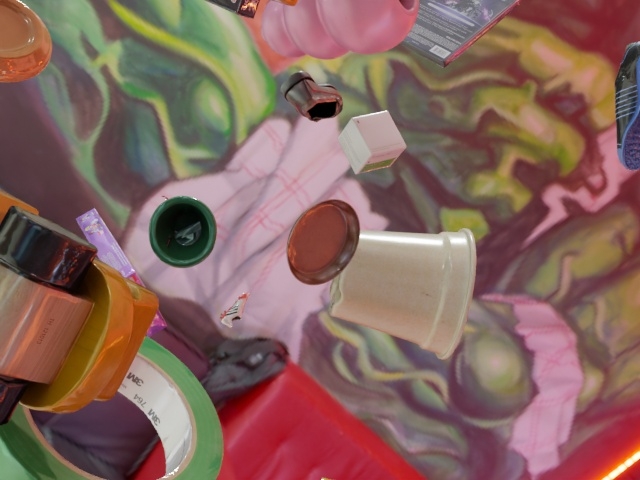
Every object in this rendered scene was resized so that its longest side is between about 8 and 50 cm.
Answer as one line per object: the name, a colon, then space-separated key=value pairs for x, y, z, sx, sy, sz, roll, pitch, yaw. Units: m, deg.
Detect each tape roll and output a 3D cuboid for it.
tape roll: x=-0.282 y=0.238 z=1.102 sx=0.321 sy=0.077 sz=0.321 roll=29 pitch=28 yaw=-17

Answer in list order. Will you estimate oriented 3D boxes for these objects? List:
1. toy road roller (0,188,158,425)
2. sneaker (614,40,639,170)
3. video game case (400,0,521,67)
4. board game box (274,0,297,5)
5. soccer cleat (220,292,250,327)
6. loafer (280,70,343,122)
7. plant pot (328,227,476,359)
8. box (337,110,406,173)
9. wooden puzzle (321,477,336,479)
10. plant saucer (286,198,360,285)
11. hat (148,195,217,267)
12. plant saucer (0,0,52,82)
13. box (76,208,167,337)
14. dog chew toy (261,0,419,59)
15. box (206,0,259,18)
toy road roller: x=-0.335 y=0.065 z=0.936 sx=0.330 sy=0.202 sz=0.240 roll=24 pitch=-4 yaw=34
sneaker: x=0.582 y=-0.249 z=1.579 sx=0.090 sy=0.081 sz=0.232 roll=-112 pitch=-156 yaw=-65
video game case: x=0.315 y=-0.535 z=2.055 sx=0.196 sy=0.274 sz=0.026 roll=37 pitch=-22 yaw=32
board game box: x=-0.191 y=-0.609 z=1.260 sx=0.356 sy=0.356 sz=0.356 roll=17 pitch=10 yaw=-46
soccer cleat: x=-0.163 y=0.137 z=1.697 sx=0.036 sy=0.083 sz=0.029 roll=39 pitch=-29 yaw=10
loafer: x=-0.006 y=-0.293 z=1.880 sx=0.084 sy=0.096 sz=0.267 roll=53 pitch=15 yaw=15
plant pot: x=0.189 y=0.104 z=2.134 sx=0.306 sy=0.333 sz=0.334 roll=11 pitch=12 yaw=-5
box: x=0.112 y=-0.215 z=1.882 sx=0.102 sy=0.101 sz=0.087 roll=64 pitch=-32 yaw=17
wooden puzzle: x=0.038 y=0.606 z=2.051 sx=0.079 sy=0.014 sz=0.116 roll=7 pitch=16 yaw=-7
plant saucer: x=0.000 y=0.000 z=1.572 sx=0.029 sy=0.168 sz=0.168 roll=29 pitch=-11 yaw=45
hat: x=-0.345 y=-0.027 z=2.233 sx=0.183 sy=0.173 sz=0.208 roll=93 pitch=-3 yaw=-85
plant saucer: x=-0.553 y=-0.356 z=1.455 sx=0.200 sy=0.037 sz=0.200 roll=18 pitch=50 yaw=-22
box: x=-0.481 y=0.075 z=2.075 sx=0.293 sy=0.057 sz=0.201 roll=47 pitch=-16 yaw=44
dog chew toy: x=0.023 y=-0.450 z=1.693 sx=0.207 sy=0.332 sz=0.206 roll=19 pitch=67 yaw=-52
box: x=-0.229 y=-0.719 z=2.063 sx=0.293 sy=0.295 sz=0.073 roll=33 pitch=20 yaw=34
